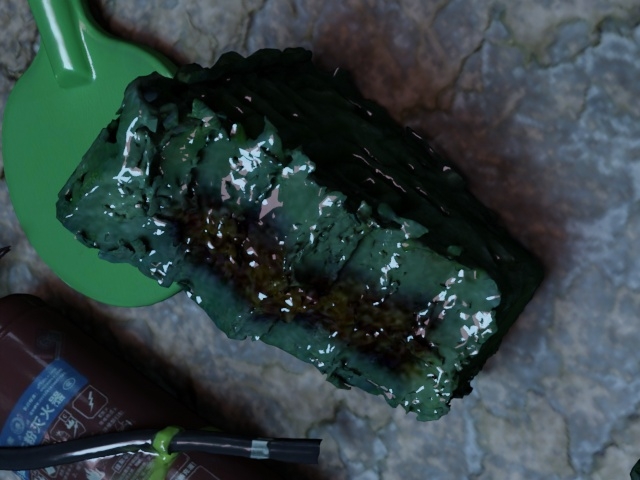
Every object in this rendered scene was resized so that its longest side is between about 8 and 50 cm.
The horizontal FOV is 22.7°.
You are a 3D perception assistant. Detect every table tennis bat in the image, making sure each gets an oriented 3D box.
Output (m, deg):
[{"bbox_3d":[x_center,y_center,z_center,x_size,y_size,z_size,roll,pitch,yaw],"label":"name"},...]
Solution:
[{"bbox_3d":[-0.138,-0.083,0.947,0.160,0.039,0.257,-11,101,31],"label":"table tennis bat"}]

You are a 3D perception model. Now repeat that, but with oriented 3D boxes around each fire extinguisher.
[{"bbox_3d":[-0.121,0.112,0.944,0.341,0.105,0.141,35,101,18],"label":"fire extinguisher"}]

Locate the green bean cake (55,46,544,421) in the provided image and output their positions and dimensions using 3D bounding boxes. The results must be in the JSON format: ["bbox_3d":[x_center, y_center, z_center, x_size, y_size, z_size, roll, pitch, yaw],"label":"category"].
[{"bbox_3d":[0.000,0.000,0.799,0.208,0.193,0.107,43,113,12],"label":"green bean cake"}]

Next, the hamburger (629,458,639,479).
[{"bbox_3d":[0.171,0.275,0.789,0.260,0.150,0.276,48,120,13],"label":"hamburger"}]
